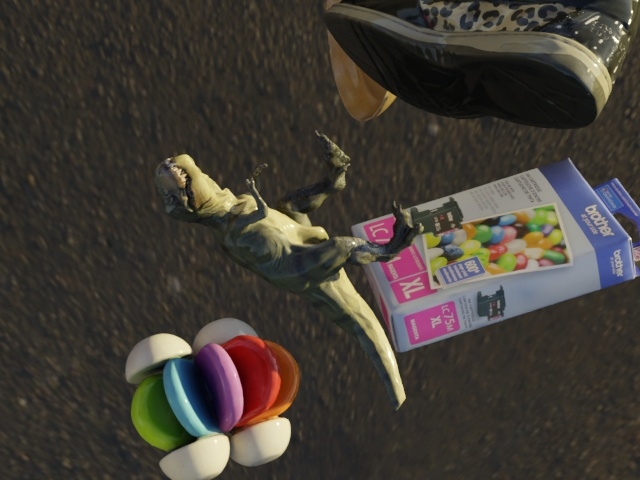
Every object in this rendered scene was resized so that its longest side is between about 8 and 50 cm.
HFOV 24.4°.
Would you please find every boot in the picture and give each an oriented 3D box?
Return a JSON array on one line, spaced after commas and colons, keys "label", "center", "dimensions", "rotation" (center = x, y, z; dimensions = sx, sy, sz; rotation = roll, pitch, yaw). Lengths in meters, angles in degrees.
[{"label": "boot", "center": [0.127, -0.166, 0.936], "dimensions": [0.236, 0.085, 0.178], "rotation": [19, 67, 49]}]

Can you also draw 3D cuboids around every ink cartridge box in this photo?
[{"label": "ink cartridge box", "center": [0.203, 0.004, 1.584], "dimensions": [0.311, 0.065, 0.185], "rotation": [-15, 33, -4]}]

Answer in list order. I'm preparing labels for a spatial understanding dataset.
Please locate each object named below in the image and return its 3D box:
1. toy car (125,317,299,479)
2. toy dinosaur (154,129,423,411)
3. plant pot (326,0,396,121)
[{"label": "toy car", "center": [-0.104, 0.156, 1.533], "dimensions": [0.182, 0.136, 0.159], "rotation": [-12, 72, -32]}, {"label": "toy dinosaur", "center": [0.000, 0.000, 1.077], "dimensions": [0.268, 0.064, 0.118], "rotation": [41, 92, -21]}, {"label": "plant pot", "center": [0.055, -0.242, 1.541], "dimensions": [0.032, 0.236, 0.236], "rotation": [-3, 76, -17]}]
